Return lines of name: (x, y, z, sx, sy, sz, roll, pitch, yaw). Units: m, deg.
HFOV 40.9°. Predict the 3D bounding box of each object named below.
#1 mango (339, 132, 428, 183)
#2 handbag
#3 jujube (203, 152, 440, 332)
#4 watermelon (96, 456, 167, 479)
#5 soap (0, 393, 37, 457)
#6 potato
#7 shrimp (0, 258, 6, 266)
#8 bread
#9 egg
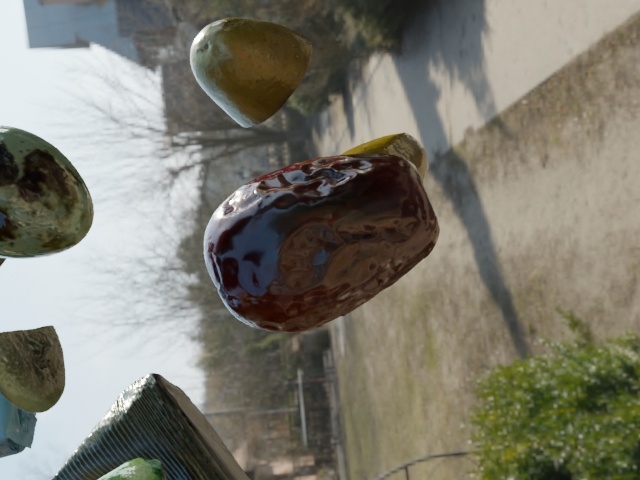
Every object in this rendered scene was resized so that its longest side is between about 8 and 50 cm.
mango: (0.102, -0.090, 1.728, 0.365, 0.182, 0.253, -52, -24, -41)
handbag: (-0.225, 0.387, 1.265, 0.340, 0.240, 0.247, 48, 174, 14)
jujube: (0.000, 0.000, 1.182, 0.223, 0.318, 0.223, -22, -90, -85)
watermelon: (-0.249, 0.360, 1.063, 0.098, 0.121, 0.158, 21, 95, 41)
soap: (-0.652, 0.332, 1.523, 0.077, 0.293, 0.156, 74, 179, -53)
potato: (-0.133, -0.296, 1.411, 0.203, 0.158, 0.178, 23, 85, 55)
shrimp: (-0.519, -0.024, 1.358, 0.236, 0.053, 0.133, -71, -19, -57)
bread: (-0.371, 0.167, 1.114, 0.193, 0.036, 0.112, 12, -126, -81)
egg: (-0.396, -0.058, 1.110, 0.169, 0.231, 0.169, -56, -20, -33)
